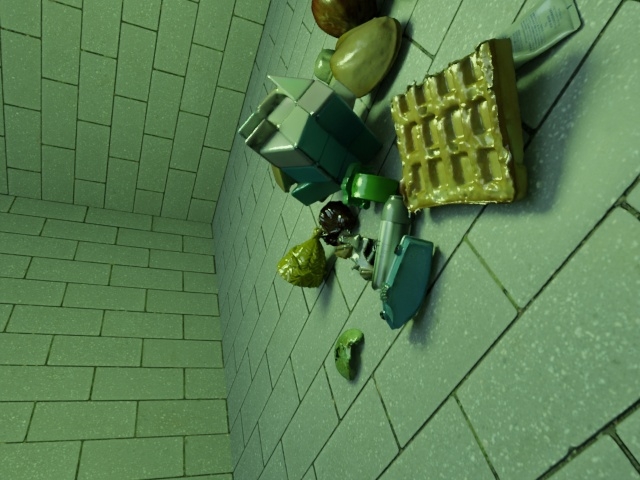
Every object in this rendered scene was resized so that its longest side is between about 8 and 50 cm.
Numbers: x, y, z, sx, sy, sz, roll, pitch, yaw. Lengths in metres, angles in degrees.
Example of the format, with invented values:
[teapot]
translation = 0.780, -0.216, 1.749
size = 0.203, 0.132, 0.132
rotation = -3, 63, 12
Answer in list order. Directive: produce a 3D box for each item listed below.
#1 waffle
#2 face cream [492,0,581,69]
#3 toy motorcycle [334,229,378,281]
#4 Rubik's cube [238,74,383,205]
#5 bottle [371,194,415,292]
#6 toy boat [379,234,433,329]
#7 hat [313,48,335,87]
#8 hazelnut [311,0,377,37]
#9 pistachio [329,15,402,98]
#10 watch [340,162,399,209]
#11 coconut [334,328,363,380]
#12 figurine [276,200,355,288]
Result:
[waffle]
translation = 0.277, -0.213, 0.948
size = 0.348, 0.078, 0.304
rotation = 2, 103, 66
[face cream]
translation = 0.387, -0.384, 0.876
size = 0.224, 0.070, 0.114
rotation = -29, 56, 47
[toy motorcycle]
translation = 0.113, 0.042, 1.303
size = 0.229, 0.094, 0.129
rotation = 16, 96, 54
[Rubik's cube]
translation = -0.037, -0.320, 1.370
size = 0.358, 0.387, 0.368
rotation = -47, 43, 6
[bottle]
translation = 0.192, 0.012, 1.160
size = 0.096, 0.079, 0.253
rotation = 12, 93, 53
[toy boat]
translation = 0.203, 0.106, 1.087
size = 0.098, 0.109, 0.237
rotation = -102, 26, -82
[hat]
translation = 0.033, -0.629, 1.618
size = 0.252, 0.110, 0.252
rotation = -162, 90, -81
[hazelnut]
translation = 0.078, -0.765, 1.456
size = 0.217, 0.251, 0.217
rotation = -6, 73, 20
[pistachio]
translation = 0.144, -0.561, 1.374
size = 0.260, 0.163, 0.212
rotation = -14, 91, 52
[watch]
translation = 0.153, -0.151, 1.259
size = 0.152, 0.165, 0.131
rotation = 12, 93, 42
[coconut]
translation = 0.074, 0.342, 1.357
size = 0.133, 0.055, 0.158
rotation = -2, 80, 65
[figurine]
translation = -0.002, -0.003, 1.530
size = 0.315, 0.187, 0.168
rotation = -59, 26, 26
